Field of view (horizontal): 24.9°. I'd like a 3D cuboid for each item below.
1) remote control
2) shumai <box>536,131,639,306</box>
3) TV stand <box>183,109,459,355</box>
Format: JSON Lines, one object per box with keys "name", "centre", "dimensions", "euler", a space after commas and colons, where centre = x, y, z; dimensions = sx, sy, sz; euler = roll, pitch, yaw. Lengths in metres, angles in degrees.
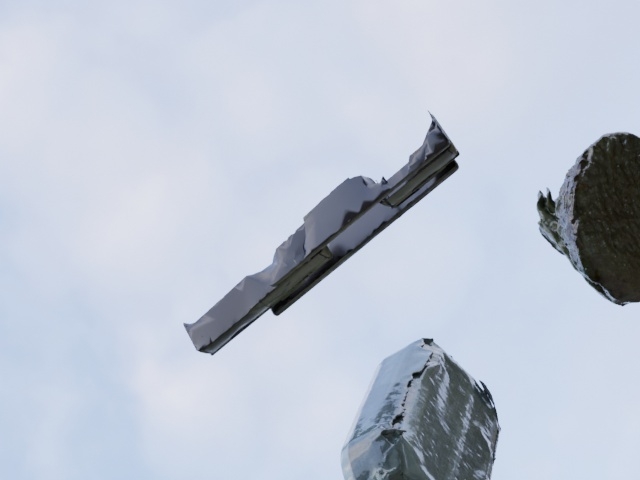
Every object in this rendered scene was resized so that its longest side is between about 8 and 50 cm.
{"name": "remote control", "centre": [0.071, 0.136, 0.960], "dimensions": [0.052, 0.247, 0.104], "euler": [-40, -85, 19]}
{"name": "shumai", "centre": [0.198, -0.009, 1.036], "dimensions": [0.099, 0.087, 0.123], "euler": [26, -118, -19]}
{"name": "TV stand", "centre": [0.000, 0.000, 1.081], "dimensions": [0.249, 0.036, 0.042], "euler": [-40, -32, 13]}
